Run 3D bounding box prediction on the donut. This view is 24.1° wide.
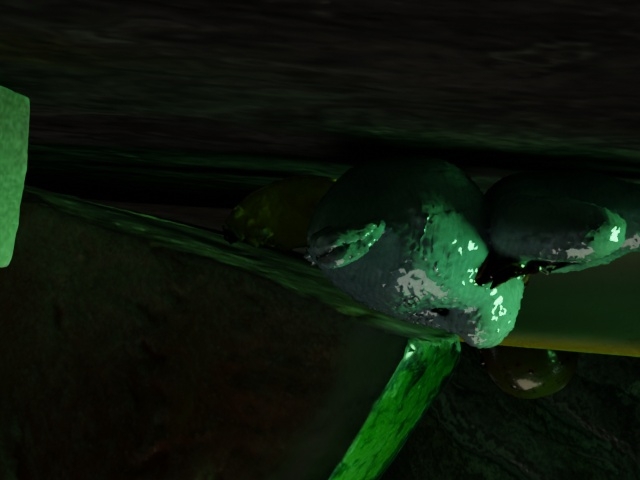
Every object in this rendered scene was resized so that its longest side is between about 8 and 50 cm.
[{"bbox_3d":[0.000,0.000,0.722,0.083,0.067,0.038,-16,-178,23],"label":"donut"}]

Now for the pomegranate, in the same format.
[{"bbox_3d":[0.226,0.098,1.495,0.142,0.114,0.114,-18,176,-3],"label":"pomegranate"}]

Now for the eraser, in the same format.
[{"bbox_3d":[0.169,0.032,0.852,0.158,0.069,0.226,4,178,-36],"label":"eraser"}]

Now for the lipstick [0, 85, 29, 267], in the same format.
[{"bbox_3d":[-0.260,-0.032,0.577,0.317,0.068,0.066,4,174,26],"label":"lipstick"}]

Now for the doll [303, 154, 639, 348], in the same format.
[{"bbox_3d":[0.083,0.007,0.601,0.179,0.075,0.120,5,179,9],"label":"doll"}]

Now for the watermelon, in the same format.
[{"bbox_3d":[-0.091,0.095,0.781,0.319,0.222,0.292,17,178,16],"label":"watermelon"}]
